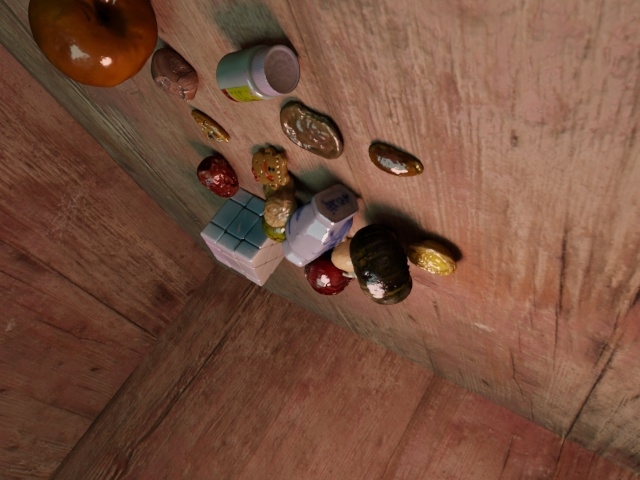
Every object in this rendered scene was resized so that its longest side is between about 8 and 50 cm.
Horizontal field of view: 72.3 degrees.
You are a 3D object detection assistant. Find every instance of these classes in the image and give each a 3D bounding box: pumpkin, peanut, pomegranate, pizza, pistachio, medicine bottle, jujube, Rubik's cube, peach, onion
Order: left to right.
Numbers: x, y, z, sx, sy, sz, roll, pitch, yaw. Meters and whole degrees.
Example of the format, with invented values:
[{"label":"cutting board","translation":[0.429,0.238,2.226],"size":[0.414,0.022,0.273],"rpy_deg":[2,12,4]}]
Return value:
[{"label":"peach","translation":[-0.662,-0.625,1.286],"size":[0.302,0.342,0.342],"rpy_deg":[8,148,46]},{"label":"pizza","translation":[-0.464,-0.455,1.800],"size":[0.185,0.036,0.176],"rpy_deg":[42,159,-18]},{"label":"jujube","translation":[-0.471,-0.291,2.036],"size":[0.155,0.155,0.230],"rpy_deg":[25,168,24]},{"label":"Rubik's cube","translation":[-0.354,-0.016,2.219],"size":[0.316,0.321,0.318],"rpy_deg":[29,158,18]},{"label":"medicine bottle","translation":[-0.173,-0.453,1.194],"size":[0.226,0.139,0.139],"rpy_deg":[13,151,45]},{"label":"peanut","translation":[-0.170,-0.171,1.773],"size":[0.110,0.232,0.197],"rpy_deg":[9,162,-35]},{"label":"pomegranate","translation":[-0.137,-0.087,1.948],"size":[0.246,0.198,0.198],"rpy_deg":[1,164,-12]},{"label":"onion","translation":[0.030,0.152,2.166],"size":[0.281,0.281,0.221],"rpy_deg":[8,104,51]},{"label":"pistachio","translation":[0.133,0.066,1.923],"size":[0.201,0.117,0.145],"rpy_deg":[-4,103,47]},{"label":"pumpkin","translation":[0.219,0.086,1.595],"size":[0.193,0.320,0.320],"rpy_deg":[-17,142,8]},{"label":"pistachio","translation":[0.208,-0.219,1.263],"size":[0.173,0.049,0.089],"rpy_deg":[29,160,17]}]

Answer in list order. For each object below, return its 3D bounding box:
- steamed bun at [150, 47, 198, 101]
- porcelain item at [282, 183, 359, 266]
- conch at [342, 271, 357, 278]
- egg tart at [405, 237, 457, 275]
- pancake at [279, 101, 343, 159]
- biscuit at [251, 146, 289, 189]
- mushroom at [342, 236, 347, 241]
[{"label":"steamed bun","translation":[-0.512,-0.564,1.524],"size":[0.175,0.106,0.145],"rpy_deg":[38,160,-17]},{"label":"porcelain item","translation":[-0.007,-0.049,1.702],"size":[0.178,0.243,0.405],"rpy_deg":[55,149,8]},{"label":"conch","translation":[0.191,0.133,2.019],"size":[0.154,0.102,0.135],"rpy_deg":[15,-177,29]},{"label":"egg tart","translation":[0.399,0.056,1.554],"size":[0.191,0.074,0.191],"rpy_deg":[29,159,12]},{"label":"pancake","translation":[-0.032,-0.337,1.382],"size":[0.236,0.042,0.222],"rpy_deg":[37,158,-8]},{"label":"biscuit","translation":[-0.202,-0.278,1.681],"size":[0.226,0.036,0.165],"rpy_deg":[18,122,45]},{"label":"mushroom","translation":[-0.002,0.000,2.009],"size":[0.110,0.097,0.351],"rpy_deg":[11,168,-28]}]
